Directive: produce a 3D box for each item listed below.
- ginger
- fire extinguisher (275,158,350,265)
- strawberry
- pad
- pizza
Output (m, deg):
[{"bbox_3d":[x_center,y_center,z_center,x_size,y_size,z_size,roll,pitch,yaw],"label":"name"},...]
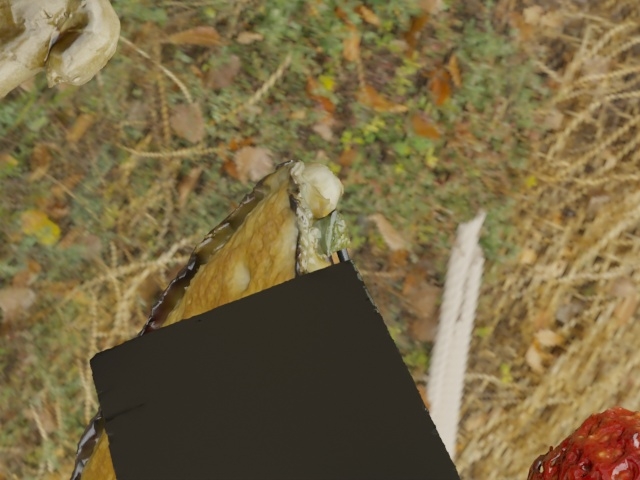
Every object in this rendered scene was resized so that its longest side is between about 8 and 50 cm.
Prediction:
[{"bbox_3d":[-0.253,-0.173,0.955,0.214,0.059,0.133,-19,81,-1],"label":"ginger"},{"bbox_3d":[0.000,0.000,1.216,0.049,0.035,0.173,-13,83,-38],"label":"fire extinguisher"},{"bbox_3d":[0.156,0.186,0.678,0.082,0.121,0.188,15,74,-5],"label":"strawberry"},{"bbox_3d":[-0.024,0.109,0.603,0.163,0.243,0.004,-20,131,-4],"label":"pad"},{"bbox_3d":[-0.076,0.122,0.981,0.080,0.435,0.392,22,77,-35],"label":"pizza"}]
